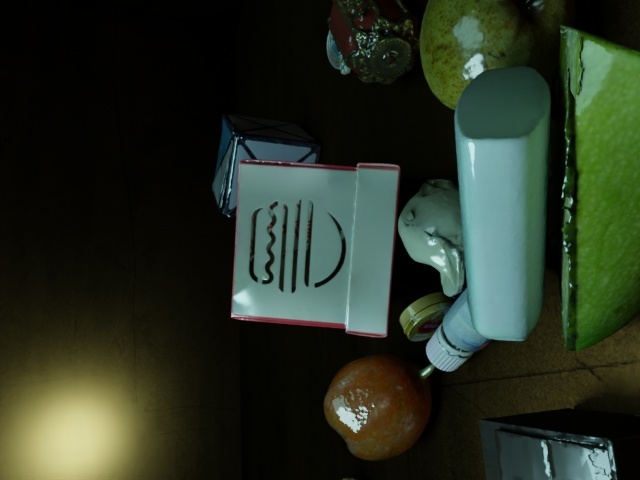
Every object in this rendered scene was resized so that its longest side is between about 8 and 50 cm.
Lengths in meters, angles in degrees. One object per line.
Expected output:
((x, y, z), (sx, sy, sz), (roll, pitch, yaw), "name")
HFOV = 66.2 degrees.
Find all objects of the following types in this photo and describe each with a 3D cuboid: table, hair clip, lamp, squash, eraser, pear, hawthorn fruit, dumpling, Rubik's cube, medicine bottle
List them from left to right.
((-0.204, -0.249, 1.705), (0.305, 0.309, 0.307), (-126, 45, -58), "Rubik's cube")
((0.062, -0.592, 1.418), (0.140, 0.054, 0.221), (27, 117, 61), "hair clip")
((0.116, -0.464, 1.089), (0.274, 0.176, 0.177), (-108, 28, -43), "lamp")
((0.130, 0.305, 0.961), (0.251, 0.199, 0.200), (-46, 40, 25), "hawthorn fruit")
((0.209, 0.000, 0.846), (0.247, 0.142, 0.173), (-84, -17, -54), "dumpling")
((0.242, 0.135, 0.794), (0.203, 0.083, 0.084), (115, 150, -44), "medicine bottle")
((0.244, -0.296, 0.687), (0.211, 0.188, 0.229), (-166, 81, -72), "pear")
((0.225, -0.039, 0.605), (0.189, 0.104, 0.290), (-57, -38, -43), "eraser")
((0.283, -0.040, 0.534), (0.234, 0.210, 0.309), (-54, -14, -58), "squash")
((0.292, 0.277, 0.517), (0.193, 0.172, 0.169), (148, 122, -65), "table")

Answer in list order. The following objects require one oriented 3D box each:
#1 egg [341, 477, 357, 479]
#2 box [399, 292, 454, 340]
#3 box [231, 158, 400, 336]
((0.067, 0.642, 1.175), (0.116, 0.118, 0.140), (19, 99, 24), "egg")
((0.195, 0.138, 0.885), (0.037, 0.105, 0.106), (62, 145, 36), "box")
((0.000, 0.000, 1.022), (0.312, 0.299, 0.315), (-38, -48, -83), "box")
